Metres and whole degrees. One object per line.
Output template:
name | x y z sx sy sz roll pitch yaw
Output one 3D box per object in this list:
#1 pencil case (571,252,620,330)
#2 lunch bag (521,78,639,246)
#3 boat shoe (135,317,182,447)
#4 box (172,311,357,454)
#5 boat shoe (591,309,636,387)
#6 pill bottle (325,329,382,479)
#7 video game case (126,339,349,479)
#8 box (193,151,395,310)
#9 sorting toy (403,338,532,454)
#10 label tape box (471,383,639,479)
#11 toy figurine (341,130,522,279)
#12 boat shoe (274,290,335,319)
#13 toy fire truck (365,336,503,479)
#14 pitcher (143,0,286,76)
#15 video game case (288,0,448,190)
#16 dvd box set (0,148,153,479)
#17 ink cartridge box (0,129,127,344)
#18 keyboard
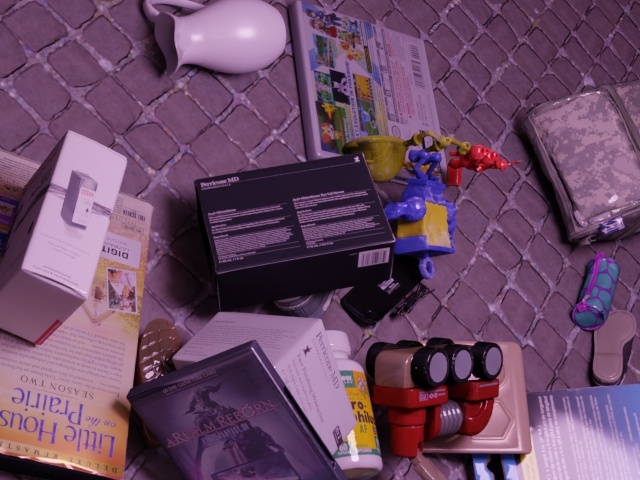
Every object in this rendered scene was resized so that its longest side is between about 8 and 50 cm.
pencil case | 0.529 0.098 2.151 0.070 0.064 0.152 59 40 -29
lunch bag | 0.556 -0.147 2.228 0.255 0.212 0.305 -12 72 -24
boat shoe | -0.225 0.194 1.522 0.064 0.060 0.178 10 62 -28
box | -0.073 0.203 1.511 0.119 0.181 0.181 -45 125 -44
boat shoe | 0.552 0.212 2.122 0.206 0.075 0.065 -60 148 -47
pill bottle | 0.017 0.244 1.639 0.117 0.117 0.209 7 61 -34
video game case | -0.096 0.268 1.438 0.274 0.196 0.026 58 24 -21
box | -0.041 -0.016 1.654 0.261 0.103 0.184 -10 53 -9
sorting toy | 0.233 0.254 1.819 0.208 0.038 0.193 4 60 -7
label tape box | 0.406 0.373 1.845 0.333 0.106 0.241 -3 63 -4
toy figurine | 0.184 -0.045 1.846 0.362 0.191 0.217 7 84 -59
boat shoe | 0.000 0.000 1.796 0.099 0.116 0.320 59 36 -35
toy fire truck | 0.185 0.276 1.672 0.217 0.158 0.247 1 90 -48
pitcher | -0.176 -0.352 1.847 0.207 0.125 0.178 -11 56 -29
video game case | 0.089 -0.261 2.044 0.299 0.036 0.329 10 60 -33
dvd box set | -0.382 0.091 1.462 0.307 0.062 0.421 19 55 -28
ink cartridge box | -0.332 -0.004 1.402 0.092 0.158 0.218 28 50 -22
keyboard | 0.117 0.091 1.873 0.100 0.038 0.192 36 45 16
